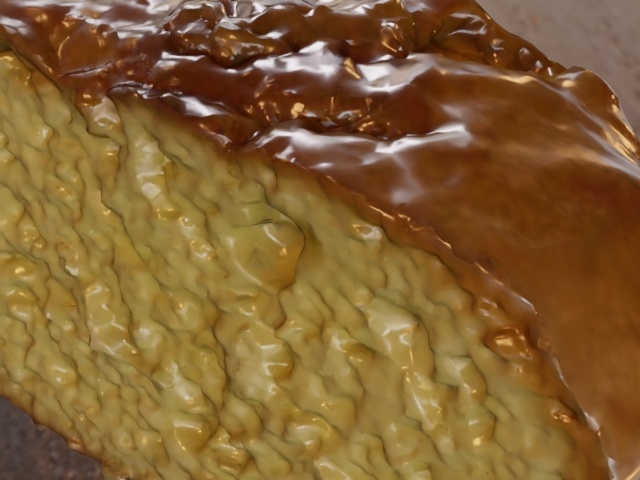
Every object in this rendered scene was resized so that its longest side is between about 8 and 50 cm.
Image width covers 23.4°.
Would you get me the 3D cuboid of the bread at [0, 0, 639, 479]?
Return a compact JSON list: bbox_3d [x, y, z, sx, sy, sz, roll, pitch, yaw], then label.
[{"bbox_3d":[0.000,0.000,0.586,0.340,0.194,0.179,27,35,28],"label":"bread"}]
